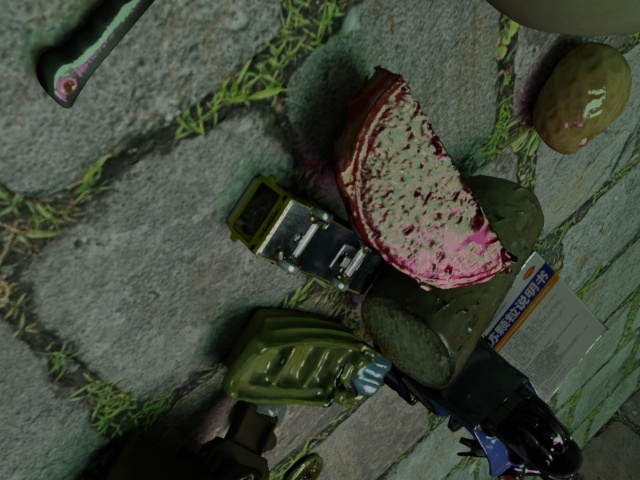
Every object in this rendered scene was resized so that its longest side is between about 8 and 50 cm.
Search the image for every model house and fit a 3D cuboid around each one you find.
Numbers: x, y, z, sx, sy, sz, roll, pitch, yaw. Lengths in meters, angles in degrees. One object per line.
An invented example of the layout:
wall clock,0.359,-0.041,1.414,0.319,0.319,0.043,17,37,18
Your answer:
model house,-0.146,0.293,0.765,0.243,0.204,0.211,-62,-167,-22

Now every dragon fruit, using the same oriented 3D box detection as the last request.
dragon fruit,0.086,-0.051,0.722,0.126,0.161,0.274,-36,116,6

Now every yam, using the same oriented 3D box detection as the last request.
yam,0.170,0.043,0.861,0.268,0.161,0.161,-52,148,-29

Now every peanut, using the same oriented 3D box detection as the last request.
peanut,0.370,-0.199,0.937,0.140,0.109,0.159,6,114,-40

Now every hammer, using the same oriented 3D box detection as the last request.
hammer,-0.104,-0.215,0.480,0.288,0.033,0.111,-49,143,-2

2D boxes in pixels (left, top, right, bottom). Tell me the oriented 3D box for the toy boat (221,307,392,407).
toy boat,-0.020,0.153,0.854,0.276,0.084,0.111,17,110,-49

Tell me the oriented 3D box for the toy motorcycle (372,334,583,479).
toy motorcycle,0.214,0.223,0.937,0.125,0.358,0.213,-36,133,-16

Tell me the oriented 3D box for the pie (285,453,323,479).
pie,-0.028,0.391,1.099,0.084,0.021,0.084,-29,139,-28

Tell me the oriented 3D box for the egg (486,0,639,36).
egg,0.236,-0.313,0.554,0.278,0.278,0.336,-47,144,-5

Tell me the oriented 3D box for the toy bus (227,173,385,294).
toy bus,0.000,0.000,0.744,0.081,0.074,0.226,-56,144,9

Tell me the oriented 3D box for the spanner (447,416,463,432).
spanner,0.349,0.247,1.315,0.040,0.095,0.325,19,106,-54

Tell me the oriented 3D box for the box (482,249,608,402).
box,0.338,0.145,1.141,0.299,0.106,0.200,38,91,-36

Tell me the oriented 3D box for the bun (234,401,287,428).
bun,-0.078,0.237,0.890,0.083,0.045,0.083,-32,145,-26
